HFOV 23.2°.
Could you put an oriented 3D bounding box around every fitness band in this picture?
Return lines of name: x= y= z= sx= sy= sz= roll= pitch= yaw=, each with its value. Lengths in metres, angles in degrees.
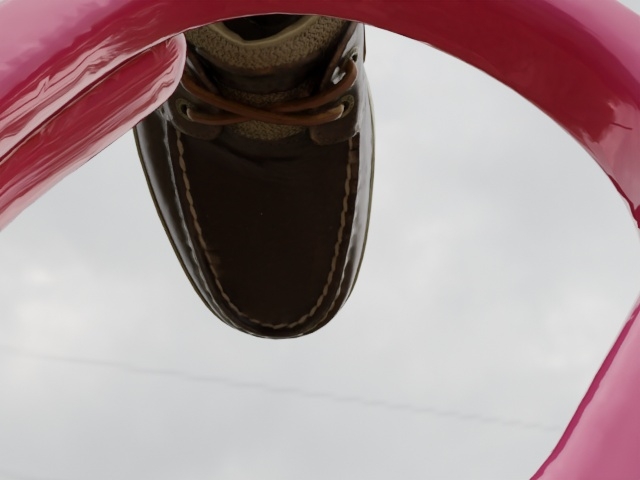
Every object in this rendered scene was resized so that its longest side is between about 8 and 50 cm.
fitness band: x=0.000 y=0.000 z=0.385 sx=0.209 sy=0.291 sz=0.054 roll=23 pitch=-50 yaw=15

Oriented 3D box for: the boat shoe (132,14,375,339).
boat shoe: x=-0.035 y=-0.097 z=0.711 sx=0.123 sy=0.123 sz=0.342 roll=-1 pitch=-68 yaw=1
